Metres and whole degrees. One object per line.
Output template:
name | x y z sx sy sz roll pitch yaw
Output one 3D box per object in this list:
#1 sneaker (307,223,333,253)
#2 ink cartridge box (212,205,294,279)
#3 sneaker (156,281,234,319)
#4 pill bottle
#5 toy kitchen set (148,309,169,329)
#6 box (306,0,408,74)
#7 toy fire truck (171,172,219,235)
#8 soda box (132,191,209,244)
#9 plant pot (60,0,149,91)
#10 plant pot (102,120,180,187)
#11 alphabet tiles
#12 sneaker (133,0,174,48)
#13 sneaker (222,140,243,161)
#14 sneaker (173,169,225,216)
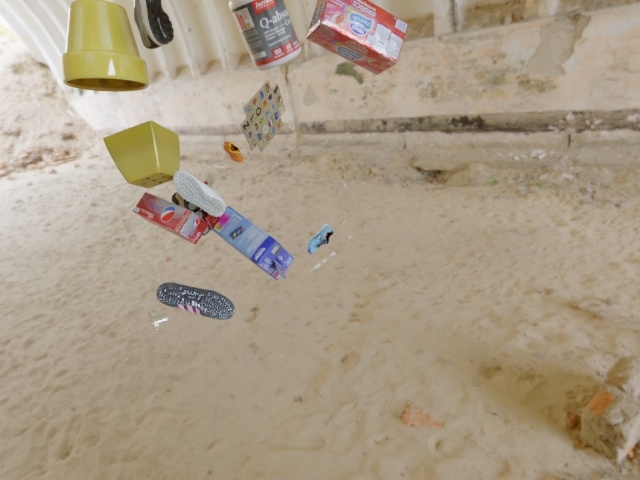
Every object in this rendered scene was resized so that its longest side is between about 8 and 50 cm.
sneaker | 0.000 0.000 2.022 0.162 0.063 0.073 -53 52 4
ink cartridge box | -0.298 0.031 2.045 0.396 0.270 0.151 33 81 24
sneaker | -0.514 0.249 1.769 0.319 0.112 0.131 23 -21 -18
pill bottle | -0.234 -0.891 1.705 0.211 0.362 0.210 -18 33 12
toy kitchen set | -0.711 0.345 1.891 0.068 0.083 0.075 -18 -6 -28
box | 0.105 -0.606 1.243 0.257 0.128 0.123 17 -4 -23
toy fire truck | -0.527 -0.180 1.945 0.159 0.216 0.246 22 53 34
soda box | -0.500 -0.076 1.427 0.264 0.092 0.083 21 74 33
plant pot | -0.698 -0.621 1.380 0.255 0.238 0.254 -1 11 0
plant pot | -0.677 -0.321 1.685 0.213 0.187 0.212 -17 -5 9
alphabet tiles | -0.289 -0.639 2.216 0.011 0.285 0.342 18 61 25
sneaker | -0.525 -0.714 1.291 0.108 0.271 0.100 -6 3 39
sneaker | -0.457 -0.468 2.299 0.068 0.064 0.175 8 -14 24
sneaker | -0.468 -0.190 1.664 0.090 0.235 0.094 -35 30 18
